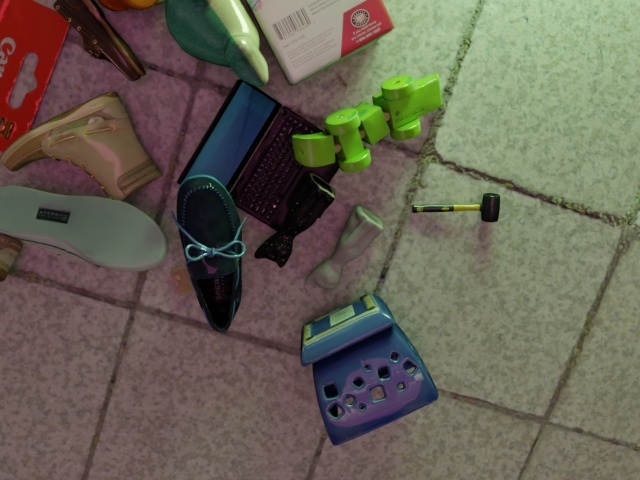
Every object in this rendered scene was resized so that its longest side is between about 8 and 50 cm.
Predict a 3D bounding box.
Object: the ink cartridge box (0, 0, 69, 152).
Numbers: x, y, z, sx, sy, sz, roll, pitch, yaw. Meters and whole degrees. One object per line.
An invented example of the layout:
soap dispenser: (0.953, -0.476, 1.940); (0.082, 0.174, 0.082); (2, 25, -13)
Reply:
ink cartridge box: (-0.716, -0.369, 1.121); (0.384, 0.091, 0.308); (25, 99, -8)

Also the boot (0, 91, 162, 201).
boot: (-0.470, -0.148, 1.187); (0.261, 0.095, 0.204); (-29, 104, -4)

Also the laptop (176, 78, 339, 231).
laptop: (-0.103, -0.150, 1.191); (0.264, 0.136, 0.234); (32, 99, -10)

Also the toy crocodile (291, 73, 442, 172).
toy crocodile: (0.101, -0.238, 1.191); (0.340, 0.105, 0.115); (-32, 127, -14)

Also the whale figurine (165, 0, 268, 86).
whale figurine: (-0.189, -0.370, 1.078); (0.141, 0.272, 0.216); (-32, 147, 4)

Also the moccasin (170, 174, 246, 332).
moccasin: (-0.199, 0.036, 1.179); (0.137, 0.117, 0.342); (-12, 127, -5)

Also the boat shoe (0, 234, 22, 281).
boat shoe: (-0.753, -0.014, 1.201); (0.285, 0.104, 0.089); (29, 61, -15)

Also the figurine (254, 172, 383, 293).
figurine: (0.000, 0.000, 1.253); (0.214, 0.092, 0.209); (31, 106, -23)

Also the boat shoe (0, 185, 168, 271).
boat shoe: (-0.467, -0.005, 1.196); (0.366, 0.156, 0.136); (10, 73, 5)

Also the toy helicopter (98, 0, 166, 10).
toy helicopter: (-0.350, -0.599, 1.051); (0.235, 0.140, 0.355); (-43, 127, -20)

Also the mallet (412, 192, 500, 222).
mallet: (0.295, -0.061, 1.297); (0.189, 0.039, 0.063); (-8, 105, 2)

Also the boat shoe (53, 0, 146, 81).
boat shoe: (-0.423, -0.387, 1.150); (0.073, 0.073, 0.207); (-37, 95, 3)

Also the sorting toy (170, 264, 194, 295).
sorting toy: (-0.275, 0.079, 1.291); (0.083, 0.012, 0.062); (-16, 98, 3)

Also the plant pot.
plant pot: (0.083, 0.249, 1.252); (0.235, 0.236, 0.212); (-26, 96, 2)

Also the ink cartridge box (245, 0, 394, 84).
ink cartridge box: (-0.031, -0.481, 1.127); (0.226, 0.131, 0.306); (-27, 102, 2)
